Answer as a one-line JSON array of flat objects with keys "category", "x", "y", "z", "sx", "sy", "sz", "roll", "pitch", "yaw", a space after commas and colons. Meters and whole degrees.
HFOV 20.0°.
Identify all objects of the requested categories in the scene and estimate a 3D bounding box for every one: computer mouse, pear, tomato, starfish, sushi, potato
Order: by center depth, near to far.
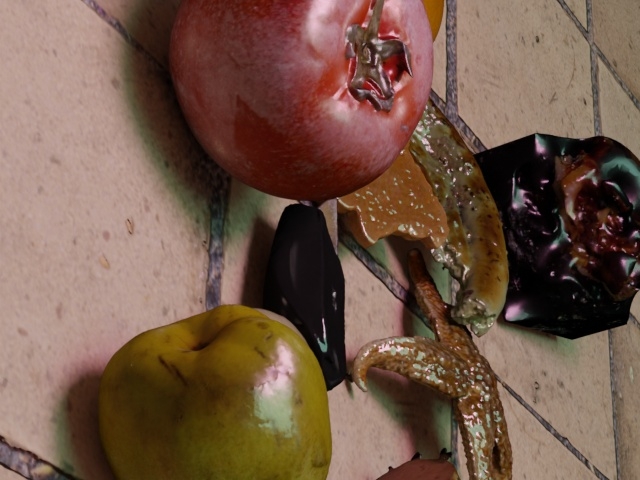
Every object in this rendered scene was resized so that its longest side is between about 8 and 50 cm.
[{"category": "pear", "x": -0.082, "y": 0.155, "z": 1.488, "sx": 0.200, "sy": 0.200, "sz": 0.200, "roll": 39, "pitch": 43, "yaw": -48}, {"category": "tomato", "x": -0.024, "y": -0.174, "z": 1.743, "sx": 0.270, "sy": 0.227, "sz": 0.270, "roll": 1, "pitch": 89, "yaw": -48}, {"category": "computer mouse", "x": -0.018, "y": 0.062, "z": 1.786, "sx": 0.217, "sy": 0.073, "sz": 0.122, "roll": -88, "pitch": 166, "yaw": -50}, {"category": "potato", "x": 0.000, "y": -0.001, "z": 1.910, "sx": 0.037, "sy": 0.036, "sz": 0.093, "roll": -142, "pitch": -131, "yaw": -74}, {"category": "starfish", "x": 0.148, "y": 0.168, "z": 2.014, "sx": 0.327, "sy": 0.094, "sz": 0.375, "roll": 38, "pitch": 33, "yaw": -44}, {"category": "sushi", "x": 0.345, "y": -0.013, "z": 2.369, "sx": 0.215, "sy": 0.212, "sz": 0.227, "roll": 18, "pitch": 59, "yaw": -58}]

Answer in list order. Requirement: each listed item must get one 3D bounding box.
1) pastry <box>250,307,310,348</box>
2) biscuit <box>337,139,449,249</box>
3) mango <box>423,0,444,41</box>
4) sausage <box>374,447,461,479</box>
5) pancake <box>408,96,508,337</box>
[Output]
[{"category": "pastry", "x": -0.064, "y": 0.137, "z": 1.646, "sx": 0.156, "sy": 0.092, "sz": 0.156, "roll": 35, "pitch": 44, "yaw": -42}, {"category": "biscuit", "x": 0.046, "y": -0.079, "z": 1.979, "sx": 0.250, "sy": 0.035, "sz": 0.162, "roll": 45, "pitch": 45, "yaw": -18}, {"category": "mango", "x": 0.086, "y": -0.334, "z": 2.153, "sx": 0.154, "sy": 0.126, "sz": 0.252, "roll": -91, "pitch": 165, "yaw": -69}, {"category": "sausage", "x": 0.143, "y": 0.371, "z": 1.880, "sx": 0.125, "sy": 0.117, "sz": 0.317, "roll": -47, "pitch": 120, "yaw": -43}, {"category": "pancake", "x": 0.139, "y": -0.057, "z": 2.107, "sx": 0.197, "sy": 0.054, "sz": 0.376, "roll": 8, "pitch": 50, "yaw": -43}]
